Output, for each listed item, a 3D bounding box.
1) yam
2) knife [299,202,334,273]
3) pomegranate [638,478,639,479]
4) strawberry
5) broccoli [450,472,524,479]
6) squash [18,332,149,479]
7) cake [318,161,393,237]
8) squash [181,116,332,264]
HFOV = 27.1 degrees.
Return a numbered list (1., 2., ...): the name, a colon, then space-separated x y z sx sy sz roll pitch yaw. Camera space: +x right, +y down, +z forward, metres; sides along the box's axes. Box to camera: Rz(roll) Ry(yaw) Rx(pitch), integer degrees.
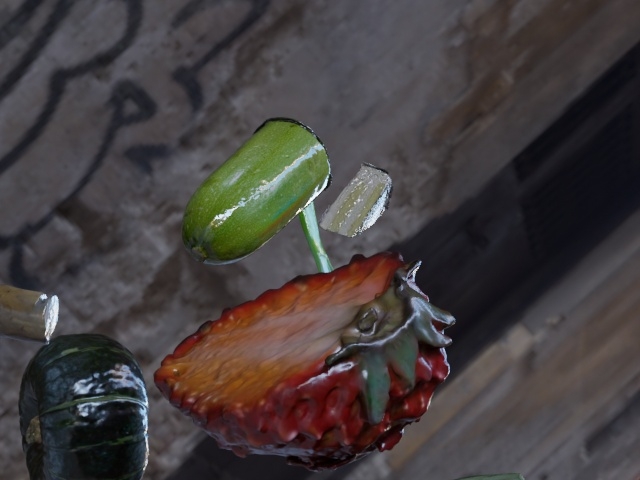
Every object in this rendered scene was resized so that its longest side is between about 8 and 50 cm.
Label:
1. yam: -0.342 0.041 1.082 0.264 0.046 0.046 10 -10 8
2. knife: -0.002 0.002 1.389 0.078 0.022 0.166 22 38 -51
3. pomegranate: 0.496 0.386 1.549 0.338 0.338 0.338 48 -3 4
4. strawberry: -0.009 0.103 0.932 0.236 0.190 0.111 -11 -63 48
5. broccoli: 0.106 0.267 0.850 0.261 0.269 0.242 -41 123 -81
6. squash: -0.329 0.256 1.844 0.165 0.252 0.252 3 16 -21
7. cake: 0.041 -0.033 1.606 0.052 0.121 0.065 27 -43 12
8. squash: -0.065 -0.038 1.242 0.095 0.095 0.188 49 37 -7
